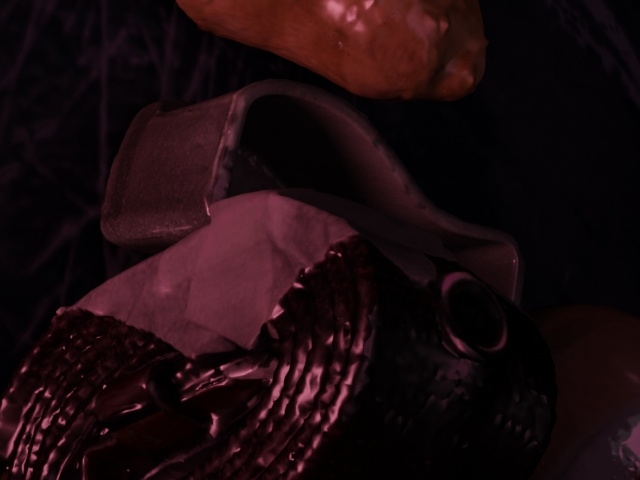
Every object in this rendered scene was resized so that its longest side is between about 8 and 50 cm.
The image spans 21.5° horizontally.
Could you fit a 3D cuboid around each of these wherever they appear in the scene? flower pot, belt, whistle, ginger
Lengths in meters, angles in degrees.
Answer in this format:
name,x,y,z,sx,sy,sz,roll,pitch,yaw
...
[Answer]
name,x,y,z,sx,sy,sz,roll,pitch,yaw
flower pot,0.000,0.000,0.924,0.229,0.108,0.103,36,64,-34
belt,-0.024,0.094,0.782,0.164,0.289,0.184,21,49,-37
whistle,0.116,0.165,0.972,0.348,0.189,0.189,-37,111,-21
ginger,0.006,-0.133,0.927,0.193,0.122,0.115,2,126,-28
